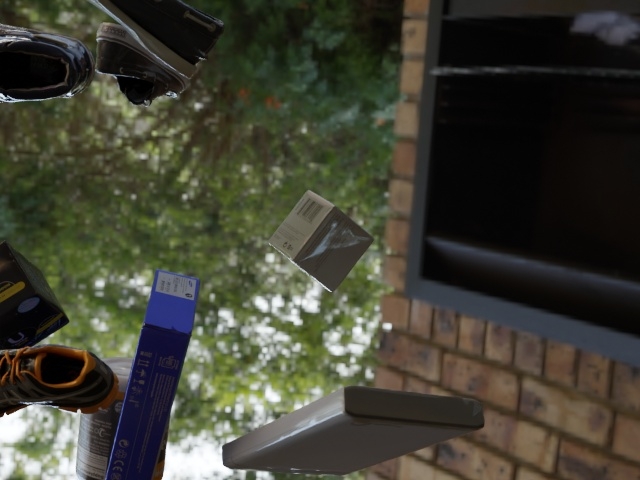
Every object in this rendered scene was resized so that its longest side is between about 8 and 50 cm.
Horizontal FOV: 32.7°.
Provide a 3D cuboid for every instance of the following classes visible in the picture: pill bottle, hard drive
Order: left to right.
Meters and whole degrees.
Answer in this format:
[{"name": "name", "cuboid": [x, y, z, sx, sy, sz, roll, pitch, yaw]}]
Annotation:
[{"name": "pill bottle", "cuboid": [-0.353, 0.360, 1.949, 0.162, 0.278, 0.162, 6, -171, -1]}, {"name": "hard drive", "cuboid": [0.038, 0.287, 1.598, 0.233, 0.047, 0.353, 11, 153, -30]}]

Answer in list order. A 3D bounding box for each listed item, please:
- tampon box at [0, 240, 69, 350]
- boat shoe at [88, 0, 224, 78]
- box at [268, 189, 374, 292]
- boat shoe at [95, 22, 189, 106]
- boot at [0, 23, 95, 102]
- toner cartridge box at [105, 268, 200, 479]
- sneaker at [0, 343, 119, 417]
[{"name": "tampon box", "cuboid": [-0.468, 0.094, 1.622, 0.120, 0.101, 0.161, -33, 161, -5]}, {"name": "boat shoe", "cuboid": [-0.196, -0.259, 1.083, 0.254, 0.079, 0.095, 37, -178, -36]}, {"name": "box", "cuboid": [0.000, 0.000, 1.564, 0.087, 0.102, 0.101, 38, 178, -29]}, {"name": "boat shoe", "cuboid": [-0.239, -0.218, 1.451, 0.080, 0.076, 0.228, 14, 175, 11]}, {"name": "boot", "cuboid": [-0.275, -0.140, 0.843, 0.190, 0.069, 0.086, 0, -169, -3]}, {"name": "toner cartridge box", "cuboid": [-0.263, 0.235, 1.688, 0.075, 0.347, 0.165, 14, -153, -7]}, {"name": "sneaker", "cuboid": [-0.346, 0.155, 1.266, 0.215, 0.084, 0.083, -3, 149, -2]}]
